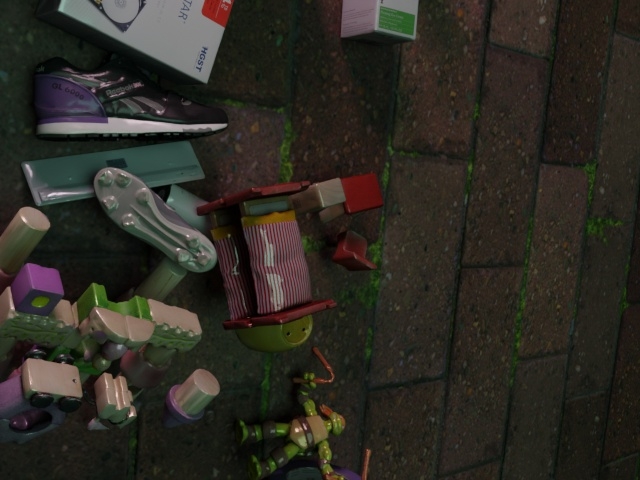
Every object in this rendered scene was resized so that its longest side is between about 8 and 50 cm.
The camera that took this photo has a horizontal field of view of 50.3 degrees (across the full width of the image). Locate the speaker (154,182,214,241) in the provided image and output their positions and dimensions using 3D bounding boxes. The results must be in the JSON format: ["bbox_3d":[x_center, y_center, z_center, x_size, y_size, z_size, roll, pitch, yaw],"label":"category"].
[{"bbox_3d":[-0.197,-0.042,1.081,0.136,0.055,0.055,29,80,-38],"label":"speaker"}]

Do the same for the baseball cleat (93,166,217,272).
[{"bbox_3d":[-0.239,-0.023,0.984,0.206,0.109,0.072,43,82,-8],"label":"baseball cleat"}]

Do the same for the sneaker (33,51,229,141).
[{"bbox_3d":[-0.259,-0.207,0.976,0.283,0.107,0.124,-6,96,-37],"label":"sneaker"}]

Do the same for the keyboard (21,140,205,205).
[{"bbox_3d":[-0.295,-0.103,0.998,0.256,0.014,0.072,-14,64,-36],"label":"keyboard"}]

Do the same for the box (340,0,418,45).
[{"bbox_3d":[0.106,-0.404,1.223,0.101,0.102,0.087,-1,97,-37],"label":"box"}]

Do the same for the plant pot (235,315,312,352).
[{"bbox_3d":[-0.069,0.139,1.189,0.134,0.095,0.134,-7,102,-37],"label":"plant pot"}]

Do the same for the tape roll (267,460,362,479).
[{"bbox_3d":[-0.007,0.475,1.239,0.189,0.189,0.080,6,94,-39],"label":"tape roll"}]

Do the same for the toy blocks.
[{"bbox_3d":[-0.327,0.171,0.887,0.260,0.309,0.289,-46,137,19],"label":"toy blocks"}]

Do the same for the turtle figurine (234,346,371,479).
[{"bbox_3d":[-0.042,0.340,1.237,0.217,0.087,0.269,-9,70,-26],"label":"turtle figurine"}]

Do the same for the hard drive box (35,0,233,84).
[{"bbox_3d":[-0.248,-0.348,0.958,0.232,0.089,0.181,18,87,-42],"label":"hard drive box"}]

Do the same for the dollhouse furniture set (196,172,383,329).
[{"bbox_3d":[0.000,0.000,1.117,0.374,0.152,0.201,-15,92,-45],"label":"dollhouse furniture set"}]
